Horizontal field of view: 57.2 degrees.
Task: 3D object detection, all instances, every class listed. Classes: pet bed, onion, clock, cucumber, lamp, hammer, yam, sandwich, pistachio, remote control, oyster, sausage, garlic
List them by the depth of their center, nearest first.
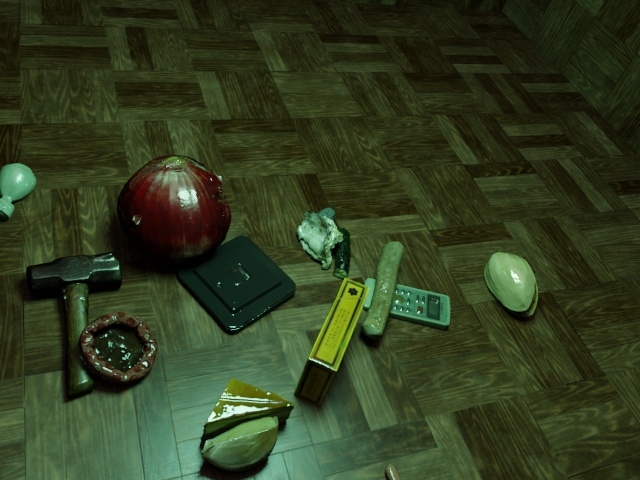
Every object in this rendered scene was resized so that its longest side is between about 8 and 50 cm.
[{"bbox_3d":[-0.190,0.497,1.412,0.195,0.101,0.087,-13,23,-17],"label":"garlic"},{"bbox_3d":[-0.179,0.448,1.451,0.187,0.117,0.144,21,49,0],"label":"sandwich"},{"bbox_3d":[0.200,0.626,1.458,0.035,0.030,0.147,-11,53,-26],"label":"sausage"},{"bbox_3d":[-0.515,0.274,1.508,0.201,0.053,0.201,25,50,-33],"label":"pet bed"},{"bbox_3d":[-0.639,0.213,1.548,0.242,0.095,0.409,-5,53,-21],"label":"hammer"},{"bbox_3d":[-0.435,-0.094,1.731,0.341,0.341,0.341,8,47,-9],"label":"onion"},{"bbox_3d":[-0.250,0.119,1.775,0.279,0.049,0.273,42,51,22],"label":"clock"},{"bbox_3d":[-0.942,-0.152,1.786,0.106,0.106,0.193,13,55,-5],"label":"lamp"},{"bbox_3d":[0.193,0.151,1.818,0.081,0.081,0.357,20,50,2],"label":"yam"},{"bbox_3d":[0.272,0.198,1.865,0.285,0.038,0.123,16,47,-2],"label":"remote control"},{"bbox_3d":[0.000,0.000,1.923,0.081,0.163,0.191,9,79,-54],"label":"oyster"},{"bbox_3d":[0.073,0.042,1.937,0.058,0.058,0.187,10,47,-8],"label":"cucumber"},{"bbox_3d":[0.639,0.143,1.957,0.157,0.157,0.229,-6,56,-22],"label":"pistachio"},{"bbox_3d":[0.003,-0.071,2.014,0.064,0.064,0.112,36,49,17],"label":"cucumber"}]

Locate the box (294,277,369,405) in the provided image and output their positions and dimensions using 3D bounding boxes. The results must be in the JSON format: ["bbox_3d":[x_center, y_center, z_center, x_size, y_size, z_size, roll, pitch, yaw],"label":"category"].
[{"bbox_3d":[0.034,0.274,1.618,0.084,0.193,0.301,24,47,4],"label":"box"}]
